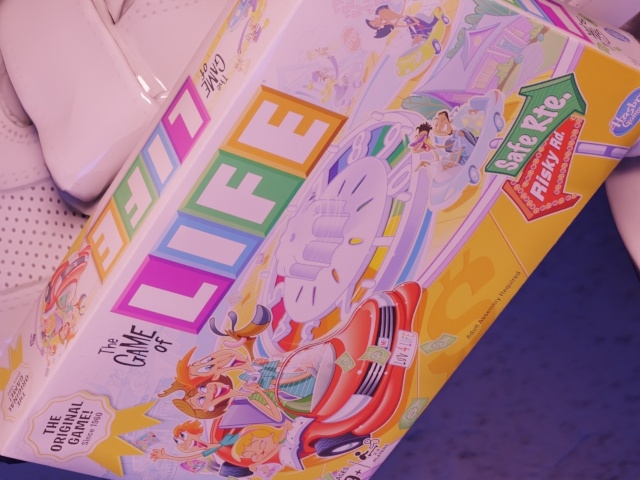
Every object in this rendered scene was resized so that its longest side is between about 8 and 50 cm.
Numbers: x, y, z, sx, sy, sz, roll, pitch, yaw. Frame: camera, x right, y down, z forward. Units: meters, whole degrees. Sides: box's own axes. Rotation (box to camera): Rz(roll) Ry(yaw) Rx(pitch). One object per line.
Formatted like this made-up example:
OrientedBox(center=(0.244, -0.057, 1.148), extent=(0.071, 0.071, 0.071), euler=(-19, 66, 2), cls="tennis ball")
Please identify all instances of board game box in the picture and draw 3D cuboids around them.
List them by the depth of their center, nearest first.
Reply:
OrientedBox(center=(0.000, 0.000, 0.434), extent=(0.103, 0.026, 0.154), euler=(19, 118, -34), cls="board game box")

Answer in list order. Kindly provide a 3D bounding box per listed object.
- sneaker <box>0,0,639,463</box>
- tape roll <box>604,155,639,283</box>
OrientedBox(center=(-0.025, -0.088, 0.465), extent=(0.365, 0.137, 0.210), euler=(-24, 131, 0), cls="sneaker")
OrientedBox(center=(0.223, 0.002, 0.536), extent=(0.246, 0.246, 0.169), euler=(-24, 132, 6), cls="tape roll")
